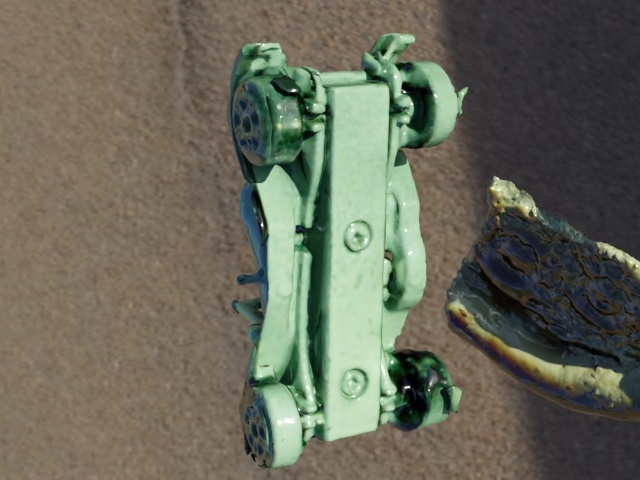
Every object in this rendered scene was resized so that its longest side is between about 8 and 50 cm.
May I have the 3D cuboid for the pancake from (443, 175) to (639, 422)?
[{"bbox_3d":[0.319,0.101,1.351,0.426,0.067,0.305,27,142,30],"label":"pancake"}]

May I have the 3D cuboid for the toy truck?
[{"bbox_3d":[0.000,0.001,0.428,0.078,0.080,0.154,25,120,58],"label":"toy truck"}]
